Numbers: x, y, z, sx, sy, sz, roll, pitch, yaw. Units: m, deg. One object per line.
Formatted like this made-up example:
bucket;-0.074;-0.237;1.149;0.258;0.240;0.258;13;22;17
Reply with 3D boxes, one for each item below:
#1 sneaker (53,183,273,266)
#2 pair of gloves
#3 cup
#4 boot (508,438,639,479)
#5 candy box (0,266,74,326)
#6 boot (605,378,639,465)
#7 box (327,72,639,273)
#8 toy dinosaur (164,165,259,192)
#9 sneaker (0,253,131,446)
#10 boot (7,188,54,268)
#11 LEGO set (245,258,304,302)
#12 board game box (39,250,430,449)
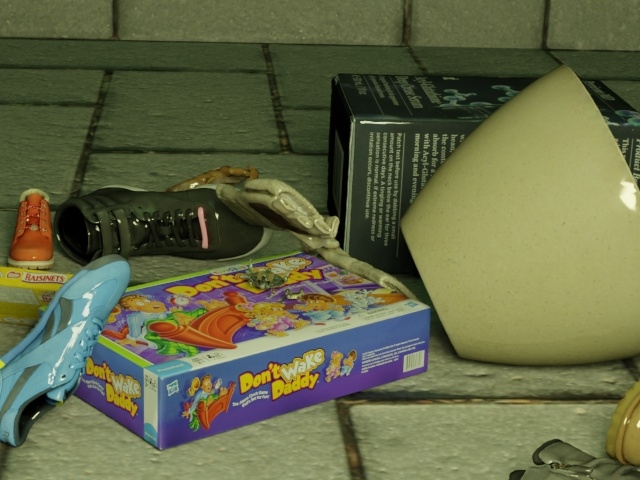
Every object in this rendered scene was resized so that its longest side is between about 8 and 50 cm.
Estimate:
sneaker;-0.211;-0.010;1.907;0.296;0.104;0.147;6;19;30
pair of gloves;0.000;0.000;1.751;0.240;0.042;0.204;37;-11;-20
cup;0.226;0.005;1.634;0.237;0.331;0.331;-24;18;5
boot;0.242;0.249;1.166;0.223;0.118;0.338;5;7;18
candy box;-0.329;0.064;1.670;0.206;0.105;0.027;6;59;10
boot;0.434;0.192;1.370;0.236;0.089;0.269;-14;25;-39
box;0.217;-0.093;2.026;0.395;0.212;0.293;1;17;-5
toy dinosaur;-0.136;-0.093;2.221;0.211;0.064;0.112;-14;23;-42
sneaker;-0.243;0.108;1.440;0.082;0.209;0.069;37;-11;28
boot;-0.371;-0.014;1.917;0.059;0.084;0.158;0;19;-11
LEGO set;-0.053;0.048;1.615;0.054;0.023;0.083;-6;33;-18
board game box;-0.089;0.106;1.588;0.347;0.078;0.233;-12;23;-38
